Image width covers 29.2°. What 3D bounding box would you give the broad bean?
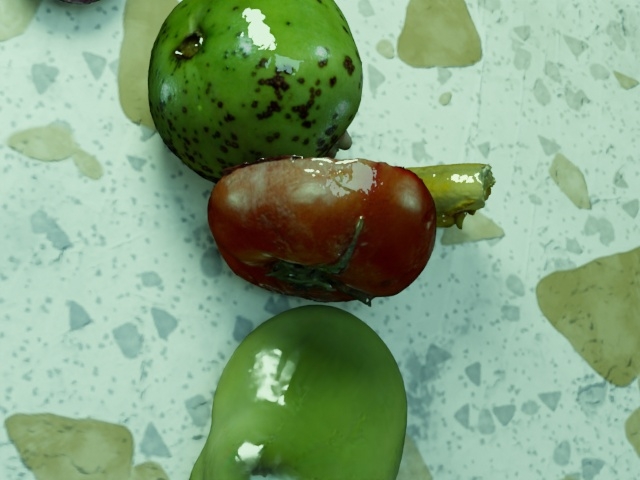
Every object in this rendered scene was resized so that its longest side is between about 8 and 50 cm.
[{"bbox_3d":[-0.012,0.173,1.126,0.189,0.121,0.263,31,61,-3],"label":"broad bean"}]

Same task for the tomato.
[{"bbox_3d":[0.001,0.004,1.134,0.228,0.228,0.101,12,72,-20],"label":"tomato"}]

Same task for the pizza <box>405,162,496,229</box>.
[{"bbox_3d":[0.104,-0.041,1.250,0.161,0.182,0.063,3,84,-65],"label":"pizza"}]

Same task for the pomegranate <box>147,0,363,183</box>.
[{"bbox_3d":[-0.046,-0.140,1.182,0.248,0.214,0.214,32,57,-53],"label":"pomegranate"}]

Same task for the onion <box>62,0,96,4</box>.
[{"bbox_3d":[-0.231,-0.285,1.180,0.115,0.104,0.115,0,90,-31],"label":"onion"}]
